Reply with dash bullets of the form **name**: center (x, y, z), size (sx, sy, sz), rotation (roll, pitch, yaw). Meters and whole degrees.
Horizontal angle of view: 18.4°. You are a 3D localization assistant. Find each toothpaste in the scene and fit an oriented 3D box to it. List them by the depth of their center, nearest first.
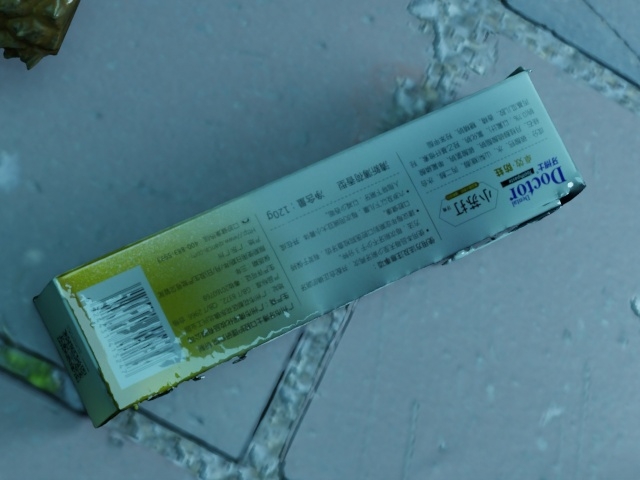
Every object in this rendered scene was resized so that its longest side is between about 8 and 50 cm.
- **toothpaste**: center (0.000, 0.000, 1.099), size (0.313, 0.071, 0.089), rotation (-25, 82, -22)

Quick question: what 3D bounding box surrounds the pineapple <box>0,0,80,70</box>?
- **pineapple**: center (-0.253, -0.187, 1.045), size (0.277, 0.119, 0.130), rotation (25, 111, -10)
